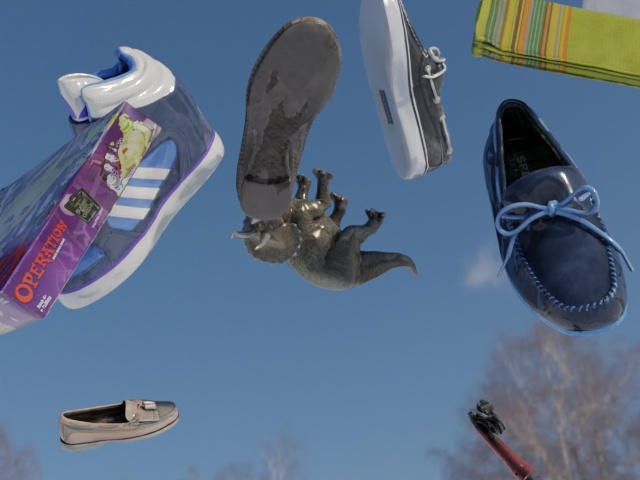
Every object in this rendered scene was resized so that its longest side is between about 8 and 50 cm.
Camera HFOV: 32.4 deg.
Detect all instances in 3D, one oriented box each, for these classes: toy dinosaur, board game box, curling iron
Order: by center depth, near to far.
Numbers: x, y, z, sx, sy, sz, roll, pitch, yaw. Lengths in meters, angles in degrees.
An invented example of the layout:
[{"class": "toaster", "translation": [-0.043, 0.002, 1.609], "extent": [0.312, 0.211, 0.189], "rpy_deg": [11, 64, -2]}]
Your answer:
[{"class": "board game box", "translation": [-0.287, 0.004, 1.046], "extent": [0.056, 0.208, 0.347], "rpy_deg": [34, -29, -23]}, {"class": "toy dinosaur", "translation": [0.000, 0.000, 1.569], "extent": [0.313, 0.160, 0.121], "rpy_deg": [35, -18, -35]}, {"class": "curling iron", "translation": [0.294, 0.333, 1.583], "extent": [0.035, 0.274, 0.068], "rpy_deg": [-28, -39, -11]}]

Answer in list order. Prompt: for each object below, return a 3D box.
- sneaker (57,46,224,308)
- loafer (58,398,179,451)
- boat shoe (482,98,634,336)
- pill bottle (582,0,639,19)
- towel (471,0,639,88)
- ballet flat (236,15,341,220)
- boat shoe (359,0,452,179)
[{"class": "sneaker", "translation": [-0.295, -0.099, 1.439], "extent": [0.130, 0.323, 0.236], "rpy_deg": [21, -23, 54]}, {"class": "loafer", "translation": [-0.208, 0.184, 1.138], "extent": [0.125, 0.045, 0.039], "rpy_deg": [-12, -61, -17]}, {"class": "boat shoe", "translation": [0.185, -0.027, 0.953], "extent": [0.109, 0.258, 0.089], "rpy_deg": [-19, -48, -3]}, {"class": "pill bottle", "translation": [0.423, -0.318, 1.426], "extent": [0.162, 0.162, 0.278], "rpy_deg": [-17, 14, 19]}, {"class": "towel", "translation": [0.260, -0.184, 1.015], "extent": [0.237, 0.102, 0.021], "rpy_deg": [12, -42, 4]}, {"class": "ballet flat", "translation": [-0.038, -0.123, 1.086], "extent": [0.084, 0.058, 0.250], "rpy_deg": [6, -45, -10]}, {"class": "boat shoe", "translation": [0.142, -0.250, 1.694], "extent": [0.105, 0.306, 0.113], "rpy_deg": [-21, 16, -18]}]
